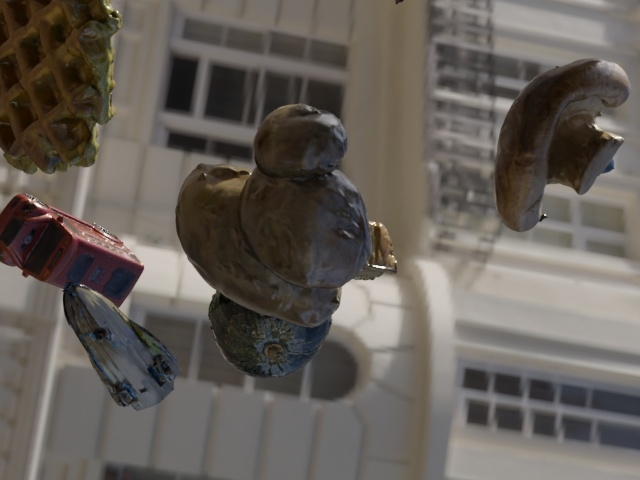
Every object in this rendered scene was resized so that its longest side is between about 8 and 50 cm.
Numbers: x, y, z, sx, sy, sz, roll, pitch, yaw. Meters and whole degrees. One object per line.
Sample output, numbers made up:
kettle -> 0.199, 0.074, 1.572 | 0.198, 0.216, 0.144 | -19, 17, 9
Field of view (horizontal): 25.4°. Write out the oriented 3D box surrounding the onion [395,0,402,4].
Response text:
onion -> 0.042, -0.412, 1.935 | 0.173, 0.198, 0.135 | -47, 154, -82

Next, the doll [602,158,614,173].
doll -> 0.423, -0.121, 2.247 | 0.083, 0.050, 0.076 | -17, -159, 40

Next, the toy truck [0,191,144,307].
toy truck -> -0.388, 0.020, 2.168 | 0.114, 0.252, 0.107 | 36, -86, 33

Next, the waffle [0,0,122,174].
waffle -> -0.332, -0.232, 1.592 | 0.302, 0.068, 0.325 | 29, -64, 36

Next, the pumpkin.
pumpkin -> -0.076, 0.118, 2.120 | 0.146, 0.190, 0.190 | -111, -148, -64

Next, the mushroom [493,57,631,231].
mushroom -> 0.330, -0.158, 2.043 | 0.156, 0.151, 0.286 | 32, -95, 36

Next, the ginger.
ginger -> -0.040, -0.024, 1.656 | 0.244, 0.155, 0.304 | 57, -39, 4

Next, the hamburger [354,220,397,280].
hamburger -> 0.000, 0.000, 2.455 | 0.124, 0.262, 0.131 | -18, -112, 52

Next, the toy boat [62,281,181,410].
toy boat -> -0.221, 0.110, 1.528 | 0.210, 0.084, 0.066 | 61, 0, -43
